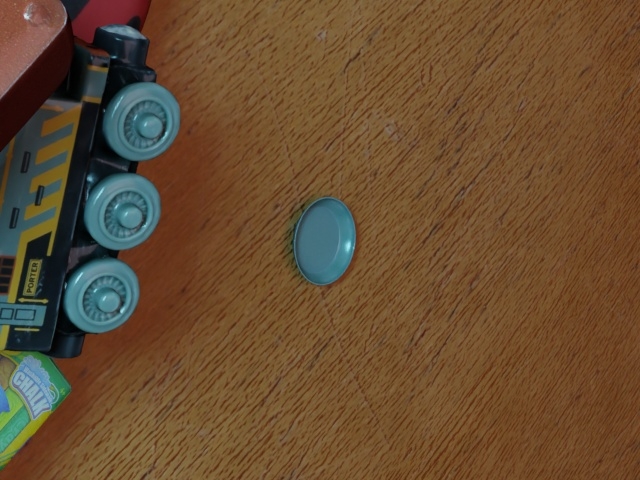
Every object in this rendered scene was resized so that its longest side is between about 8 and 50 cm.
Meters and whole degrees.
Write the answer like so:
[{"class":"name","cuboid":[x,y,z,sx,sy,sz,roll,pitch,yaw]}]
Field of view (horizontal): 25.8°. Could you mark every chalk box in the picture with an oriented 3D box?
[{"class":"chalk box","cuboid":[-0.359,0.140,1.442,0.213,0.132,0.132,-51,129,-28]}]

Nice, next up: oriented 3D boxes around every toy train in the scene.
[{"class":"toy train","cuboid":[-0.256,-0.045,1.314,0.190,0.142,0.334,4,107,-36]}]

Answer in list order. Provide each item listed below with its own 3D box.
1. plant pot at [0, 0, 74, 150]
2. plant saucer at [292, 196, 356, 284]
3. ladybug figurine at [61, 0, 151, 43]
[{"class":"plant pot","cuboid":[-0.338,-0.142,1.046,0.267,0.236,0.267,44,68,-18]},{"class":"plant saucer","cuboid":[0.000,0.000,1.879,0.119,0.021,0.119,-8,102,-45]},{"class":"ladybug figurine","cuboid":[-0.305,-0.236,1.418,0.305,0.162,0.449,43,65,-42]}]
